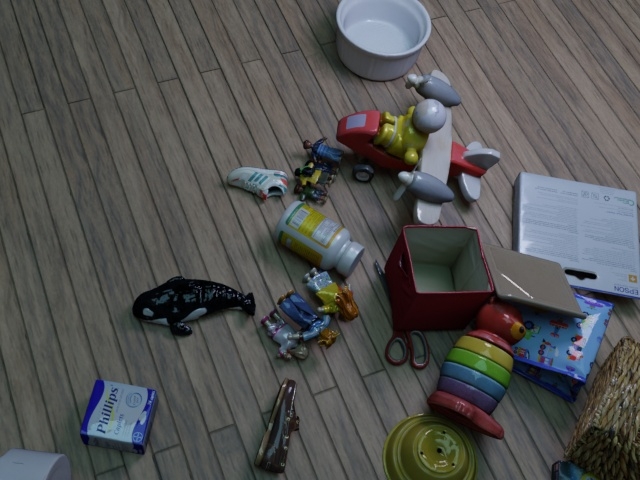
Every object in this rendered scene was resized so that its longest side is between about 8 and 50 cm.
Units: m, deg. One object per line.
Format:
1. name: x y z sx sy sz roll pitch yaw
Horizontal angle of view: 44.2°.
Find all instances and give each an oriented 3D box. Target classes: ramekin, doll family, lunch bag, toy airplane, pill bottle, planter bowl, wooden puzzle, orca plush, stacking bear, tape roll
1. ramekin: 0.175 -0.602 2.314 0.277 0.135 0.277 3 60 -6
2. doll family: -0.008 0.169 1.851 0.163 0.118 0.263 42 64 16
3. lunch bag: 0.518 0.215 1.900 0.293 0.138 0.221 23 62 17
4. toy airplane: 0.285 -0.254 2.046 0.384 0.272 0.386 -29 67 -22
5. doll family: -0.013 -0.190 2.090 0.111 0.076 0.193 18 54 8
6. pill bottle: 0.000 0.000 1.951 0.208 0.117 0.117 31 61 11
7. planter bowl: 0.251 0.471 1.726 0.217 0.090 0.217 3 60 -6
8. wooden puzzle: 0.492 0.098 1.862 0.221 0.044 0.239 15 29 -13
9. orca plush: -0.294 0.140 1.840 0.287 0.102 0.151 10 59 -2
10. stacking bear: 0.369 0.270 1.778 0.175 0.164 0.289 36 74 -29
11. tape roll: -0.557 0.536 1.471 0.100 0.286 0.286 9 59 -2

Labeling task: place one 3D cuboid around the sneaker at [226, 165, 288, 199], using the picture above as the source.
1. sneaker: -0.163 -0.145 2.049 0.161 0.057 0.075 3 54 -9

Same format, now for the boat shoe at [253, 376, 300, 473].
1. boat shoe: -0.082 0.407 1.734 0.073 0.073 0.207 17 66 1

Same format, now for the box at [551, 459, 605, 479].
1. box: 0.586 0.611 1.714 0.159 0.044 0.233 12 59 -1

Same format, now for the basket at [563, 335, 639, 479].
1. basket: 0.711 0.385 1.735 0.223 0.213 0.299 29 50 15

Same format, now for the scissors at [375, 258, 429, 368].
1. scissors: 0.198 0.177 1.935 0.109 0.021 0.297 -1 59 -7

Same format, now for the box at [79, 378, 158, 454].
1. box: -0.432 0.381 1.701 0.137 0.072 0.126 10 59 -1

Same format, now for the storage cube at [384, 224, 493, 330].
1. storage cube: 0.272 0.091 1.877 0.215 0.193 0.184 0 57 -12

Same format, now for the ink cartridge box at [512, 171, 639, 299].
1. ink cartridge box: 0.669 -0.006 2.072 0.324 0.071 0.330 11 63 -2
